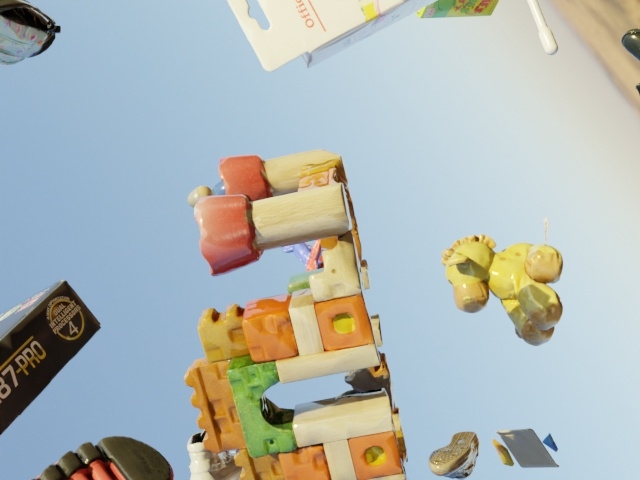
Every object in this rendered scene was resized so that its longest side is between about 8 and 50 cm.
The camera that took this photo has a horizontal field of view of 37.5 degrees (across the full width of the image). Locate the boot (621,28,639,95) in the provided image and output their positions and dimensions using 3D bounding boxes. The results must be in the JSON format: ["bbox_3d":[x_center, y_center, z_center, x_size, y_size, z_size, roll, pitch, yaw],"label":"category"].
[{"bbox_3d":[0.470,-0.239,1.333,0.121,0.045,0.099,34,-125,3],"label":"boot"}]

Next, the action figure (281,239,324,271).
[{"bbox_3d":[0.000,0.000,1.690,0.091,0.139,0.280,14,-160,-26],"label":"action figure"}]

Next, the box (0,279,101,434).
[{"bbox_3d":[-0.510,0.226,1.218,0.097,0.394,0.318,55,-147,-16],"label":"box"}]

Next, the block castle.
[{"bbox_3d":[-0.032,0.132,1.126,0.303,0.212,0.454,-88,-15,-74],"label":"block castle"}]

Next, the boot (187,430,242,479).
[{"bbox_3d":[-0.218,0.460,2.032,0.258,0.095,0.124,-1,-97,-81],"label":"boot"}]

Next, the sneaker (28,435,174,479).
[{"bbox_3d":[-0.277,0.286,0.845,0.313,0.136,0.116,-8,-149,-36],"label":"sneaker"}]

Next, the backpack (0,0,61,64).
[{"bbox_3d":[-0.529,-0.353,1.521,0.152,0.115,0.182,33,-168,6],"label":"backpack"}]

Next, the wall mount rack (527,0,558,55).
[{"bbox_3d":[0.319,-0.430,1.199,0.130,0.304,0.350,24,161,6],"label":"wall mount rack"}]

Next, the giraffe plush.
[{"bbox_3d":[0.276,0.057,1.482,0.181,0.170,0.210,92,180,-60],"label":"giraffe plush"}]

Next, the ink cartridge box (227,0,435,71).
[{"bbox_3d":[0.013,-0.241,0.868,0.115,0.198,0.067,62,178,1],"label":"ink cartridge box"}]

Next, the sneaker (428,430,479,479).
[{"bbox_3d":[0.246,0.395,1.668,0.188,0.066,0.071,-13,-86,-63],"label":"sneaker"}]

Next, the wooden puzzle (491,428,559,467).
[{"bbox_3d":[0.277,0.277,1.263,0.014,0.116,0.079,-46,-69,-32],"label":"wooden puzzle"}]

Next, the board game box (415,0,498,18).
[{"bbox_3d":[0.262,-0.467,1.763,0.181,0.092,0.043,-11,-127,-33],"label":"board game box"}]
